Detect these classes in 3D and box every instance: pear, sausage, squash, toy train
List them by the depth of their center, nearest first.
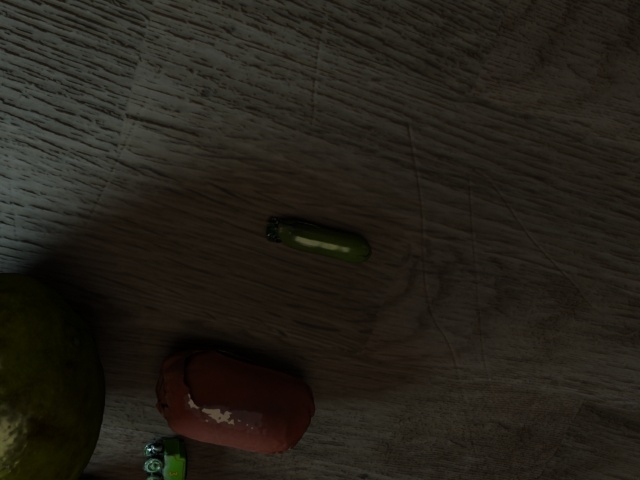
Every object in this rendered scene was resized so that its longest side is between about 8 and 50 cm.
[{"bbox_3d":[-0.496,0.237,0.948,0.413,0.352,0.352,-44,114,3],"label":"pear"},{"bbox_3d":[0.000,0.000,1.084,0.183,0.052,0.052,15,110,-13],"label":"squash"},{"bbox_3d":[-0.144,0.273,1.124,0.279,0.152,0.152,20,109,-18],"label":"sausage"},{"bbox_3d":[-0.291,0.457,1.229,0.081,0.060,0.202,0,115,-16],"label":"toy train"}]
